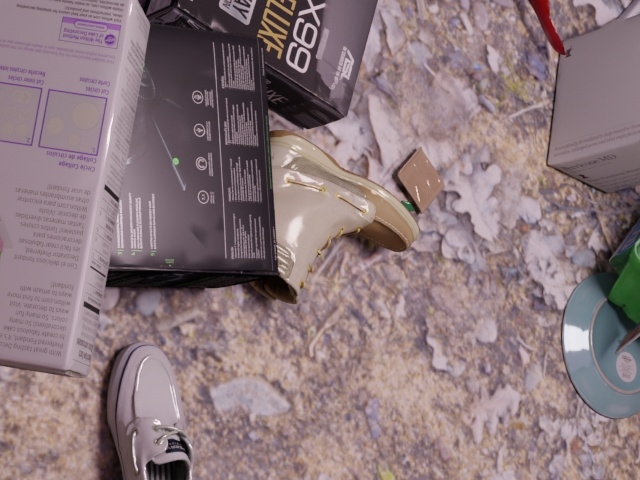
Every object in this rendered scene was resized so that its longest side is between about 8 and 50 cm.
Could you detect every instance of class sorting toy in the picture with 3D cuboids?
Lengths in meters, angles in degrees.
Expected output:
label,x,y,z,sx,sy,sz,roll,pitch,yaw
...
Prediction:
label,x,y,z,sx,sy,sz,roll,pitch,yaw
sorting toy,0.109,-0.062,1.951,0.083,0.012,0.062,-49,117,-39

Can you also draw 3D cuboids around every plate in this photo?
label,x,y,z,sx,sy,sz,roll,pitch,yaw
plate,0.377,0.132,2.128,0.188,0.024,0.188,10,74,-39

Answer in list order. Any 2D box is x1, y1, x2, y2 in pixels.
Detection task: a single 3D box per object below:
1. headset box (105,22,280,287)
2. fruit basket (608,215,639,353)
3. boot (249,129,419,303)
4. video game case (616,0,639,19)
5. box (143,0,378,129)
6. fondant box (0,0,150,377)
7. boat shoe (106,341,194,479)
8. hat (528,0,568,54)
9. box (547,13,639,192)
label,x,y,z,sx,sy,sz,roll,pitch,yaw
headset box,-0.194,-0.080,1.626,0.283,0.131,0.246,1,81,-39
fruit basket,0.507,-0.042,2.051,0.165,0.353,0.327,37,46,7
boot,0.000,0.000,1.808,0.213,0.077,0.165,33,61,-25
video game case,0.510,-0.272,2.318,0.227,0.026,0.206,-47,111,-36
box,-0.045,-0.311,1.832,0.242,0.076,0.307,31,62,-31
fondant box,-0.296,-0.062,1.454,0.238,0.096,0.330,9,81,4
boat shoe,-0.153,0.209,1.638,0.083,0.076,0.226,0,81,-40
hat,0.205,-0.351,2.082,0.173,0.183,0.208,-13,49,-22
box,0.394,-0.173,2.100,0.119,0.181,0.182,22,68,-33
